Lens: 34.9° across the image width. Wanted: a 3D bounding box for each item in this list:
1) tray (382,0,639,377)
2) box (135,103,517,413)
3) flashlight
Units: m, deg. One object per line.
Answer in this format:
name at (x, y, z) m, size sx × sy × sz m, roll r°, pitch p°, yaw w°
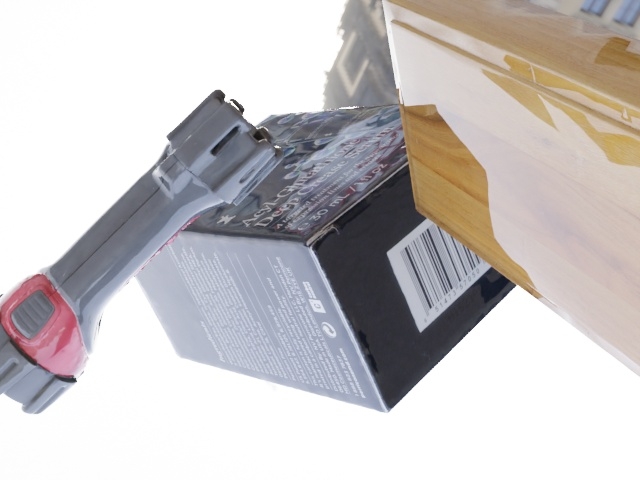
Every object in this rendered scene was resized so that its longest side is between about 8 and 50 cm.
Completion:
tray at (0.179, -0.043, 0.717) m, size 0.076 × 0.203 × 0.411 m, roll -21°, pitch -149°, yaw -15°
box at (0.000, 0.000, 1.182) m, size 0.293 × 0.212 × 0.395 m, roll -39°, pitch -154°, yaw -32°
flashlight at (-0.160, 0.010, 0.842) m, size 0.103 × 0.304 × 0.103 m, roll 43°, pitch -173°, yaw -33°
